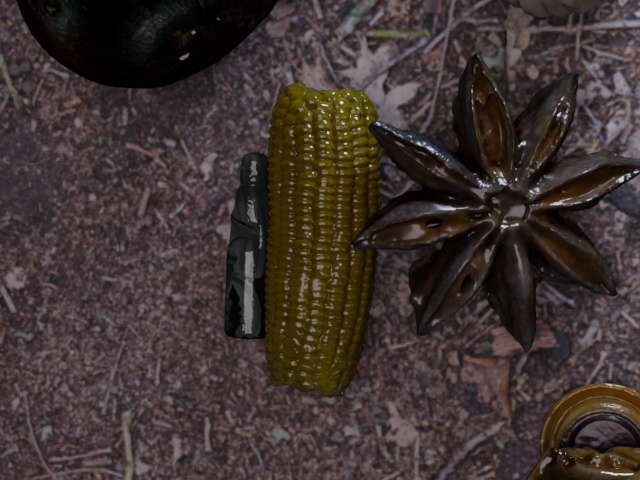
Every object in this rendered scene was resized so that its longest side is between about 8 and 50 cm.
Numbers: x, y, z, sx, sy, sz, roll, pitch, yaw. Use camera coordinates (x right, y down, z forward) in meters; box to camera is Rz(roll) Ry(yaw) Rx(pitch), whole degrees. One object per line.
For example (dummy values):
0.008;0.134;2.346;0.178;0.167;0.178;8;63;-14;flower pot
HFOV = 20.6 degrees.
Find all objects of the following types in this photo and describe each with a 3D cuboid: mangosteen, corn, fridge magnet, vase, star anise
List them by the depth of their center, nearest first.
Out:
-0.191;-0.323;1.897;0.330;0.330;0.330;1;93;13;mangosteen
0.187;-0.039;1.897;0.332;0.117;0.331;0;93;-8;star anise
0.310;0.227;1.925;0.143;0.063;0.143;1;96;9;fridge magnet
0.000;0.000;1.953;0.131;0.131;0.344;5;96;12;corn
-0.076;0.005;2.003;0.060;0.060;0.211;4;94;12;vase

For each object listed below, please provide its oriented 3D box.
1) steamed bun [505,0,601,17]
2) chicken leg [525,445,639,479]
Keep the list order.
0.258;-0.326;1.891;0.183;0.106;0.182;1;94;9;steamed bun
0.411;0.313;1.846;0.410;0.182;0.295;9;117;1;chicken leg
